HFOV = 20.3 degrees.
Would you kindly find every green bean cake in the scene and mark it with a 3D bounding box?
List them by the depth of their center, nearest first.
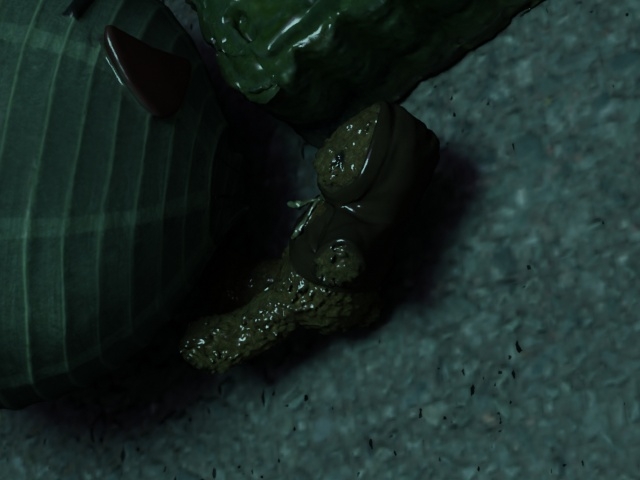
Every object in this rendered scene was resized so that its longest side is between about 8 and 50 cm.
[{"bbox_3d":[0.011,-0.166,0.916,0.181,0.094,0.173,-35,58,17],"label":"green bean cake"}]

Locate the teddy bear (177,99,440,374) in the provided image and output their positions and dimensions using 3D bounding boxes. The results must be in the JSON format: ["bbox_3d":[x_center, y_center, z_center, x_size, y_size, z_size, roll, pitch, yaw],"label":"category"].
[{"bbox_3d":[0.006,0.007,0.867,0.160,0.078,0.119,-48,11,26],"label":"teddy bear"}]

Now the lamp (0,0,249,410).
[{"bbox_3d":[-0.151,-0.035,0.887,0.233,0.265,0.233,0,105,1],"label":"lamp"}]
